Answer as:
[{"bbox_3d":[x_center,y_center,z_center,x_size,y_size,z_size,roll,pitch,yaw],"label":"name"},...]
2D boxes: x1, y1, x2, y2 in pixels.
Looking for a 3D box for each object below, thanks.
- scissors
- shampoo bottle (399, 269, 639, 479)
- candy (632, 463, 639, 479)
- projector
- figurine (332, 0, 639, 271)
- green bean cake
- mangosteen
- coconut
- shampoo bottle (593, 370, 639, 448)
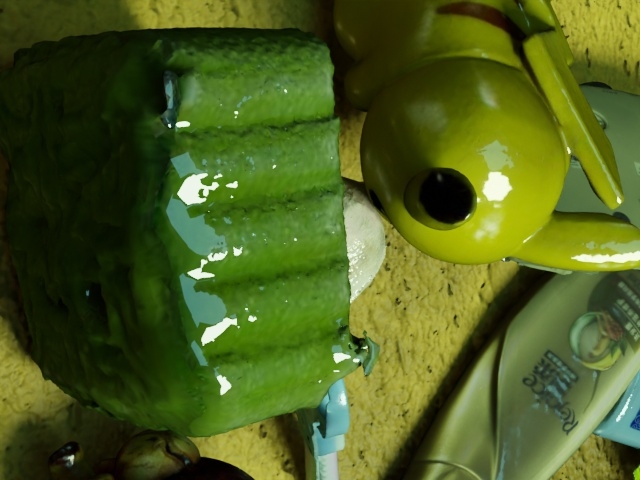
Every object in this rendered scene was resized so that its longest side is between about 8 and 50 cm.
[{"bbox_3d":[-0.001,0.134,0.962,0.030,0.125,0.256,-14,142,-8],"label":"scissors"},{"bbox_3d":[0.193,0.135,1.146,0.125,0.084,0.350,45,68,-1],"label":"shampoo bottle"},{"bbox_3d":[0.392,0.214,1.262,0.178,0.032,0.102,-31,123,-7],"label":"candy"},{"bbox_3d":[0.260,-0.050,1.132,0.269,0.088,0.194,6,48,-22],"label":"projector"},{"bbox_3d":[0.116,-0.098,0.965,0.218,0.169,0.327,19,52,-33],"label":"figurine"},{"bbox_3d":[-0.102,-0.011,0.830,0.156,0.247,0.250,-9,100,-35],"label":"green bean cake"},{"bbox_3d":[-0.122,0.224,0.898,0.199,0.200,0.200,-3,96,-35],"label":"mangosteen"},{"bbox_3d":[0.000,0.000,0.991,0.124,0.110,0.110,-45,117,-16],"label":"coconut"},{"bbox_3d":[0.375,0.179,1.296,0.258,0.061,0.104,23,90,-35],"label":"shampoo bottle"}]
